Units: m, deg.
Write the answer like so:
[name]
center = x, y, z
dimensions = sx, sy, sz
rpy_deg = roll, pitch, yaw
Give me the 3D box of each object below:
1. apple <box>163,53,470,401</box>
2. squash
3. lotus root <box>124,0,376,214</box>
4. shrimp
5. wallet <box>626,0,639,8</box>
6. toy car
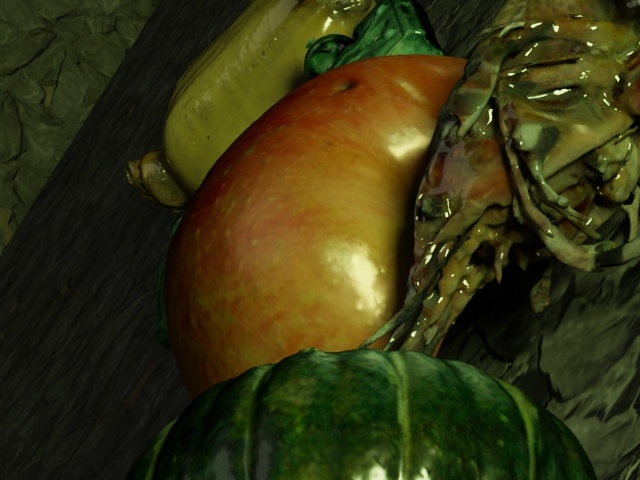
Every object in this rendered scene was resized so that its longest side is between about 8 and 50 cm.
[apple]
center = 0.000, 0.000, 1.169
dimensions = 0.293, 0.163, 0.251
rpy_deg = -66, 5, -29
[squash]
center = 0.016, 0.140, 0.821
dimensions = 0.218, 0.218, 0.172
rpy_deg = -33, 50, 54
[lotus root]
center = -0.046, -0.126, 1.683
dimensions = 0.303, 0.131, 0.146
rpy_deg = -44, 20, 28
[shrimp]
center = 0.121, -0.034, 1.021
dimensions = 0.343, 0.145, 0.116
rpy_deg = -55, -11, -15
[wallet]
center = 0.236, -0.172, 0.983
dimensions = 0.166, 0.030, 0.111
rpy_deg = -9, 39, 20
[toy car]
center = -0.015, -0.047, 1.495
dimensions = 0.320, 0.097, 0.141
rpy_deg = -51, 17, 15
